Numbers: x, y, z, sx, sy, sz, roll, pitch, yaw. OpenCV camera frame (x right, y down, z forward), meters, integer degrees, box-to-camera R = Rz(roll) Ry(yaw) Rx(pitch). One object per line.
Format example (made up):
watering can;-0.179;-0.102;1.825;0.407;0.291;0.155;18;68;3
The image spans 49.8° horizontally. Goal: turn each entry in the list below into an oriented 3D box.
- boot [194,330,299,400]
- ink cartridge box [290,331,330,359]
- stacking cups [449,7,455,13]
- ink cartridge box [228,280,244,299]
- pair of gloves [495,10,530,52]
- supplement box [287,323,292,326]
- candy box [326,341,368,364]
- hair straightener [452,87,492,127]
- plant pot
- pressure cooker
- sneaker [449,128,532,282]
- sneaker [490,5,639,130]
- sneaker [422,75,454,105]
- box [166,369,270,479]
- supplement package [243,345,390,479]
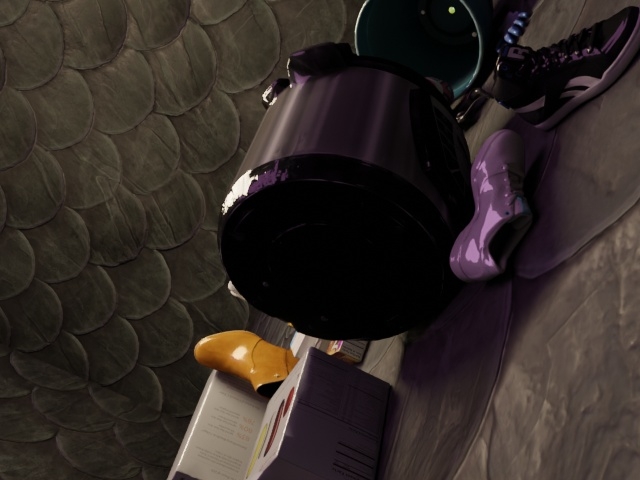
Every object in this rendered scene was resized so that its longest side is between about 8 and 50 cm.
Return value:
boot;-0.152;0.294;1.584;0.211;0.295;0.104;-102;17;-76
ink cartridge box;-0.005;0.226;1.540;0.092;0.090;0.143;-65;8;1
stacking cups;0.358;-0.602;1.713;0.316;0.096;0.096;-62;8;25
ink cartridge box;-0.025;-0.005;1.711;0.384;0.279;0.160;-63;7;9
pair of gloves;0.387;-0.453;1.316;0.198;0.023;0.159;-61;8;22
supplement box;-0.063;0.231;2.114;0.083;0.043;0.055;-65;6;-11
candy box;0.074;0.154;1.378;0.186;0.053;0.109;-66;8;-21
hair straightener;0.267;-0.225;1.357;0.089;0.047;0.230;-68;12;-21
plant pot;0.248;-0.456;1.473;0.255;0.272;0.271;-50;-5;-46
pressure cooker;0.050;-0.097;1.136;0.420;0.375;0.370;-73;9;-46
sneaker;0.237;-0.047;0.879;0.094;0.080;0.212;-12;59;66
sneaker;0.288;-0.223;0.855;0.217;0.121;0.079;128;165;-59
sneaker;0.146;-0.246;1.443;0.299;0.112;0.121;-19;84;46
box;-0.211;0.476;1.677;0.168;0.215;0.345;-58;9;44
supplement package;-0.012;0.316;1.061;0.194;0.149;0.203;-58;9;40
